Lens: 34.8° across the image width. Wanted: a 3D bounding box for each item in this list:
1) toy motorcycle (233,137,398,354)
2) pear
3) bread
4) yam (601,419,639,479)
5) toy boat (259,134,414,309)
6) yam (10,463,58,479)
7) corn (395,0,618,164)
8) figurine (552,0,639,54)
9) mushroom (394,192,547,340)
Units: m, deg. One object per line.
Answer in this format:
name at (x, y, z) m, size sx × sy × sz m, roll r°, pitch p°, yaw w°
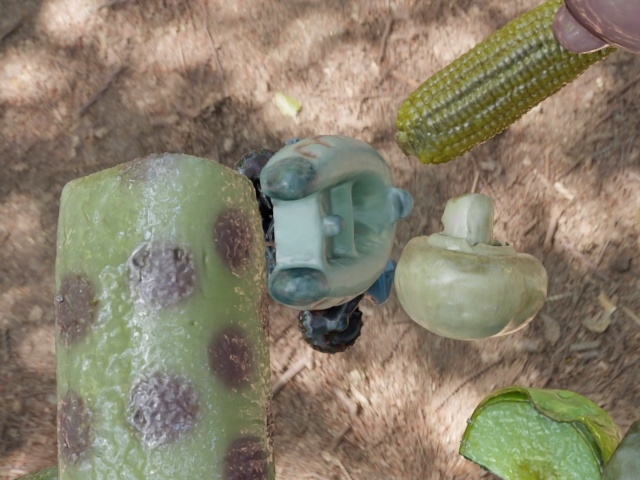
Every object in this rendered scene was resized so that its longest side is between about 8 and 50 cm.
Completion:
toy motorcycle at (0.000, 0.000, 1.897) m, size 0.232 × 0.172 × 0.416 m, roll -30°, pitch 101°, yaw -18°
pear at (0.408, 0.338, 1.700) m, size 0.292 × 0.292 × 0.159 m, roll 23°, pitch 100°, yaw 12°
bread at (-0.144, 0.104, 0.903) m, size 0.187 × 0.155 × 0.338 m, roll -12°, pitch 75°, yaw 39°
yam at (0.453, 0.317, 1.106) m, size 0.300 × 0.195 × 0.195 m, roll 19°, pitch 76°, yaw 36°
toy boat at (0.019, -0.017, 0.802) m, size 0.079 × 0.208 × 0.134 m, roll -4°, pitch 96°, yaw 20°
yam at (-0.514, 0.464, 1.775) m, size 0.194 × 0.107 × 0.107 m, roll -20°, pitch 73°, yaw 8°
corn at (0.256, -0.222, 1.340) m, size 0.363 × 0.120 × 0.120 m, roll -32°, pitch 73°, yaw 9°
figurine at (0.260, -0.219, 0.767) m, size 0.173 × 0.173 × 0.173 m, roll -2°, pitch 74°, yaw 6°
mushroom at (0.247, 0.039, 1.663) m, size 0.254 × 0.260 × 0.234 m, roll 6°, pitch 97°, yaw -13°
